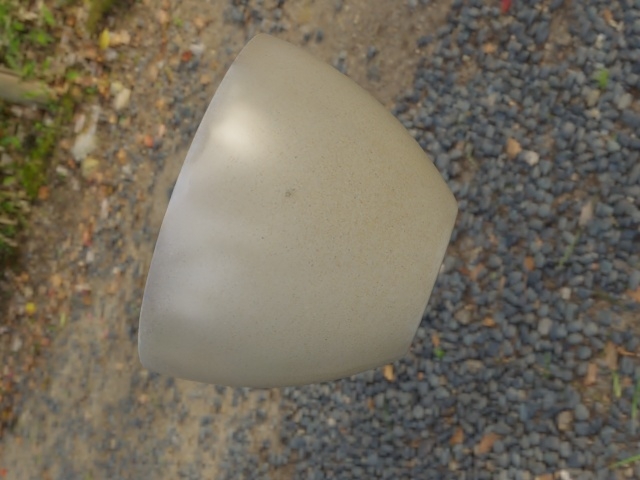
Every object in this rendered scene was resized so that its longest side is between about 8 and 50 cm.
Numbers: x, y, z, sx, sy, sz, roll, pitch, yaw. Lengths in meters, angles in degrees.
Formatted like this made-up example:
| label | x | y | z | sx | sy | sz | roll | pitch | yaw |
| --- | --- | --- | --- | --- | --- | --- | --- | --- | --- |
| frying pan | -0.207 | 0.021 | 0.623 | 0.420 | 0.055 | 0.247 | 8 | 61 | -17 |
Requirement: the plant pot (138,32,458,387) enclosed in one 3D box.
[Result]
| label | x | y | z | sx | sy | sz | roll | pitch | yaw |
| --- | --- | --- | --- | --- | --- | --- | --- | --- | --- |
| plant pot | 0.000 | 0.000 | 0.792 | 0.284 | 0.191 | 0.284 | 19 | -90 | -86 |
